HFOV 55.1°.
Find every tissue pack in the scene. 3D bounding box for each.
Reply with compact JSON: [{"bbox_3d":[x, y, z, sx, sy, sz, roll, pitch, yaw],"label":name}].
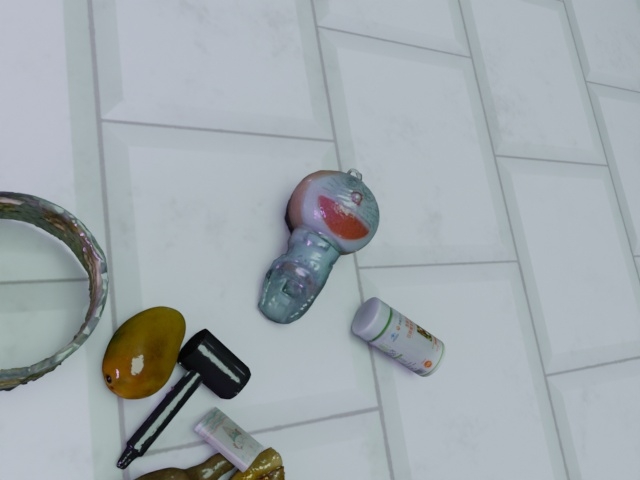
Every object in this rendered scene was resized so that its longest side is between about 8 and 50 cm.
[{"bbox_3d":[-0.150,0.326,1.009,0.108,0.023,0.056,37,31,7],"label":"tissue pack"}]

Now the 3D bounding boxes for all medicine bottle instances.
[{"bbox_3d":[0.159,0.196,1.237,0.183,0.086,0.086,35,59,-19],"label":"medicine bottle"}]

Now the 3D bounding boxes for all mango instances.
[{"bbox_3d":[-0.279,0.172,0.974,0.111,0.089,0.163,35,49,-31],"label":"mango"}]

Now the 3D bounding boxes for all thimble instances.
[{"bbox_3d":[-0.448,0.071,0.861,0.270,0.150,0.271,10,69,-29],"label":"thimble"}]

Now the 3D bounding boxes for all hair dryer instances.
[{"bbox_3d":[-0.224,0.271,0.990,0.114,0.070,0.248,44,61,-12],"label":"hair dryer"}]

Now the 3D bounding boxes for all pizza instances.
[{"bbox_3d":[-0.082,0.458,1.010,0.154,0.069,0.194,-38,95,-36],"label":"pizza"}]

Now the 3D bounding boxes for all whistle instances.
[{"bbox_3d":[0.000,0.000,1.163,0.189,0.189,0.348,35,70,-18],"label":"whistle"}]

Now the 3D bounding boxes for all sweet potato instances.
[{"bbox_3d":[-0.225,0.384,0.949,0.269,0.074,0.075,-6,77,-44],"label":"sweet potato"}]
